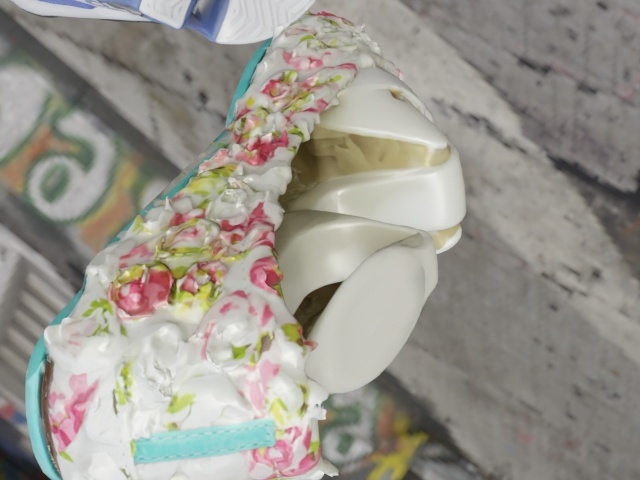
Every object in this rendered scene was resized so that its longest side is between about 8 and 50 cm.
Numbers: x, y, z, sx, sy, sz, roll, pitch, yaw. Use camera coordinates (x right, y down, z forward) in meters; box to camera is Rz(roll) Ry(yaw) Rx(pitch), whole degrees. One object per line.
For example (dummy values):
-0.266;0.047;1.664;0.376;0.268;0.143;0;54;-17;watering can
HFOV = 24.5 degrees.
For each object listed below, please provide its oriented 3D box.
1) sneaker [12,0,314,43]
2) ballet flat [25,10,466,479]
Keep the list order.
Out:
-0.160;-0.177;0.690;0.316;0.127;0.182;27;172;-17;sneaker
0.000;0.000;0.420;0.077;0.241;0.091;-2;120;19;ballet flat
